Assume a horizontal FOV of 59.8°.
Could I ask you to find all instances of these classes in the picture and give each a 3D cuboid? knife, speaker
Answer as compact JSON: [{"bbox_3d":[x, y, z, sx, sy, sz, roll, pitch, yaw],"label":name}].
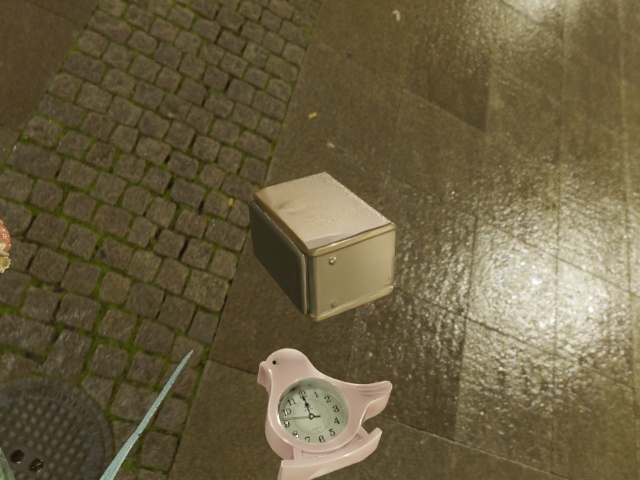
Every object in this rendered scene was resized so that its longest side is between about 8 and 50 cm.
[{"bbox_3d":[-0.309,0.322,0.952,0.019,0.044,0.313,36,68,-14],"label":"knife"},{"bbox_3d":[0.000,0.000,0.988,0.192,0.153,0.231,-19,37,-23],"label":"speaker"}]

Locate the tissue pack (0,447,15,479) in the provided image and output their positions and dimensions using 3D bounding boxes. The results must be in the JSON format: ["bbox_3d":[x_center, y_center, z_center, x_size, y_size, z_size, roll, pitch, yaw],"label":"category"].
[{"bbox_3d":[-0.541,0.506,0.937,0.081,0.185,0.257,-21,99,-19],"label":"tissue pack"}]

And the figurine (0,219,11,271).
[{"bbox_3d":[-0.679,0.008,1.039,0.207,0.387,0.166,35,71,-16],"label":"figurine"}]

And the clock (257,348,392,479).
[{"bbox_3d":[0.015,0.354,1.214,0.290,0.080,0.275,-8,47,-19],"label":"clock"}]
